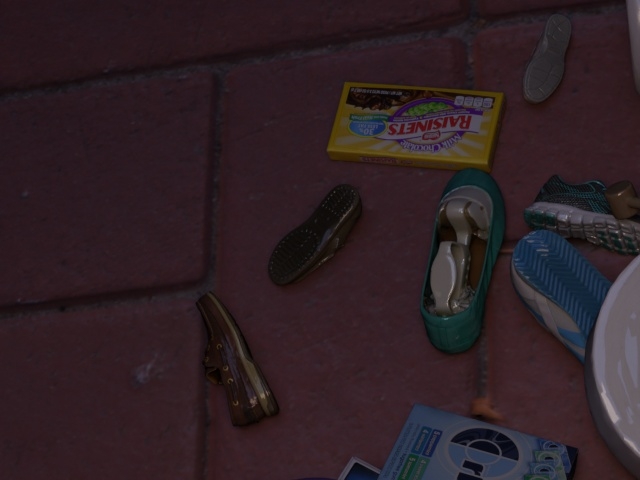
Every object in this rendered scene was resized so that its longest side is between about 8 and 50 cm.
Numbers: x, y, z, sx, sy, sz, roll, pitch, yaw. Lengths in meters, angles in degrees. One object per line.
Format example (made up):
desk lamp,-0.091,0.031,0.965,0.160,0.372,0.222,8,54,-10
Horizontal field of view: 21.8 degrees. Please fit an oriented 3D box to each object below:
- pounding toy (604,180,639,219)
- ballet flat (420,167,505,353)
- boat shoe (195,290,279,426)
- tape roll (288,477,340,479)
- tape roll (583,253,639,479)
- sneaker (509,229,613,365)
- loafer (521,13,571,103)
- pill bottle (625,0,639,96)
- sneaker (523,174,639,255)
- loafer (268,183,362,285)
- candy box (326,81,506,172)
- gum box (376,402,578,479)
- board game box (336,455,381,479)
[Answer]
pounding toy,0.422,-0.043,1.820,0.206,0.094,0.181,-14,28,23
ballet flat,0.162,0.007,1.903,0.083,0.087,0.247,1,60,17
boat shoe,-0.109,0.136,1.916,0.060,0.064,0.178,-27,59,-3
tape roll,-0.019,0.377,1.666,0.275,0.090,0.275,-3,84,27
tape roll,0.416,0.130,1.706,0.286,0.100,0.286,-1,73,2
sneaker,0.296,0.090,1.822,0.087,0.092,0.229,-36,77,-9
loafer,0.275,-0.217,2.039,0.045,0.039,0.125,25,69,-9
pill bottle,0.534,-0.276,1.896,0.361,0.204,0.204,-5,59,13
sneaker,0.319,-0.036,1.901,0.166,0.065,0.076,15,62,21
loafer,0.000,0.000,1.977,0.148,0.050,0.056,-45,54,6
candy box,0.117,-0.140,2.038,0.206,0.027,0.105,5,65,19
gum box,0.160,0.255,1.736,0.184,0.041,0.157,14,38,15
board game box,0.113,0.374,1.720,0.305,0.053,0.193,25,71,27
